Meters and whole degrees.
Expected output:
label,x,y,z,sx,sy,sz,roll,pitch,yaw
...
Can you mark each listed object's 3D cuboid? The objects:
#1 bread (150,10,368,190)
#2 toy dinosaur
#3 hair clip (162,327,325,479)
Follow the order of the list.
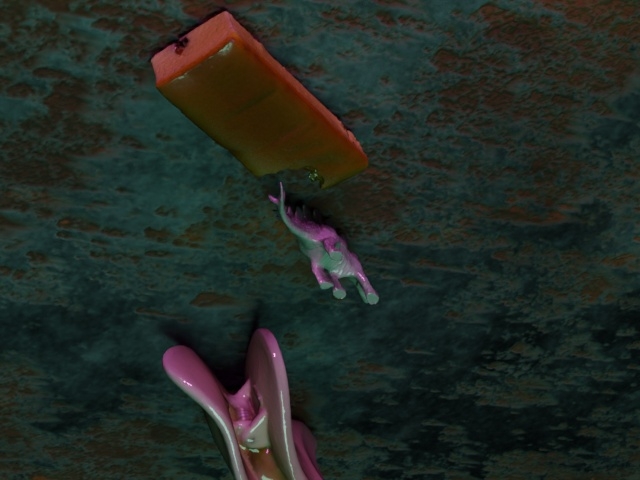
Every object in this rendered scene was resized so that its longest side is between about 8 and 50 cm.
label,x,y,z,sx,sy,sz,roll,pitch,yaw
bread,-0.050,-0.110,1.457,0.088,0.049,0.226,-32,140,14
toy dinosaur,-0.002,0.001,1.576,0.039,0.082,0.209,-31,140,8
hair clip,-0.064,0.198,1.722,0.113,0.172,0.282,-27,131,-5
